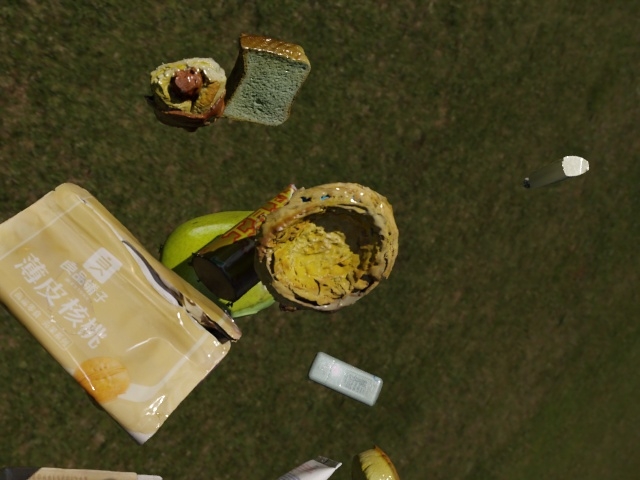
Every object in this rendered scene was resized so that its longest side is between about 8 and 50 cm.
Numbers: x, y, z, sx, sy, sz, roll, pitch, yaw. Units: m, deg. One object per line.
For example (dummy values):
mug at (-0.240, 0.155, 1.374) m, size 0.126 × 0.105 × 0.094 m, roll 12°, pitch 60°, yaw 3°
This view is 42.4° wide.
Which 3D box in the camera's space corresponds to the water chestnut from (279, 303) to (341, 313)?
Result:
water chestnut at (-0.018, 0.095, 2.136) m, size 0.238 × 0.223 × 0.223 m, roll -39°, pitch 145°, yaw -3°

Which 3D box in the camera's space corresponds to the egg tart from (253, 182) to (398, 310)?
egg tart at (0.000, 0.000, 1.470) m, size 0.291 × 0.107 × 0.291 m, roll -7°, pitch 128°, yaw -9°

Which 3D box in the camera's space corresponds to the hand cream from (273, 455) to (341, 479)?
hand cream at (-0.078, 0.473, 1.504) m, size 0.248 × 0.083 × 0.133 m, roll -33°, pitch -175°, yaw -17°

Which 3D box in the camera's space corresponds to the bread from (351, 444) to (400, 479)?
bread at (0.118, 0.512, 1.786) m, size 0.086 × 0.125 × 0.156 m, roll -15°, pitch 143°, yaw -16°

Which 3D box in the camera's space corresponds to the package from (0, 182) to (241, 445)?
package at (-0.264, 0.076, 1.060) m, size 0.165 × 0.311 × 0.221 m, roll -43°, pitch -178°, yaw 6°

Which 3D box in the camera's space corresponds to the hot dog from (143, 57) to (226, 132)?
hot dog at (-0.235, -0.249, 1.477) m, size 0.146 × 0.103 × 0.213 m, roll -14°, pitch 166°, yaw -5°

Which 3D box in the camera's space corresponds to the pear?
pear at (-0.189, 0.042, 1.935) m, size 0.342 × 0.318 × 0.238 m, roll -45°, pitch 118°, yaw -67°

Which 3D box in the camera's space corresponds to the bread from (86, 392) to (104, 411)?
bread at (-0.523, 0.349, 2.008) m, size 0.084 × 0.344 × 0.124 m, roll 29°, pitch 81°, yaw -13°

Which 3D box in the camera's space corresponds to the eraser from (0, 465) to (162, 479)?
eraser at (-0.462, 0.471, 1.511) m, size 0.343 × 0.144 × 0.078 m, roll 22°, pitch 53°, yaw -48°

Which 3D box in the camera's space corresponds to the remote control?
remote control at (0.041, 0.232, 1.380) m, size 0.018 × 0.124 × 0.053 m, roll 117°, pitch -3°, yaw -75°

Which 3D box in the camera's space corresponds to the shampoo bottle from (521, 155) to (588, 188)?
shampoo bottle at (0.366, -0.105, 1.321) m, size 0.049 × 0.141 × 0.034 m, roll -17°, pitch 87°, yaw -22°

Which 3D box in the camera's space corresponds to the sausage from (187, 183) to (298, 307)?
sausage at (-0.099, -0.006, 1.635) m, size 0.317 × 0.125 × 0.117 m, roll -38°, pitch 171°, yaw -25°

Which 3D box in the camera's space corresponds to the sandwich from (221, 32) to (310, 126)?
sandwich at (-0.138, -0.374, 1.948) m, size 0.186 × 0.065 × 0.214 m, roll 9°, pitch 134°, yaw -26°
